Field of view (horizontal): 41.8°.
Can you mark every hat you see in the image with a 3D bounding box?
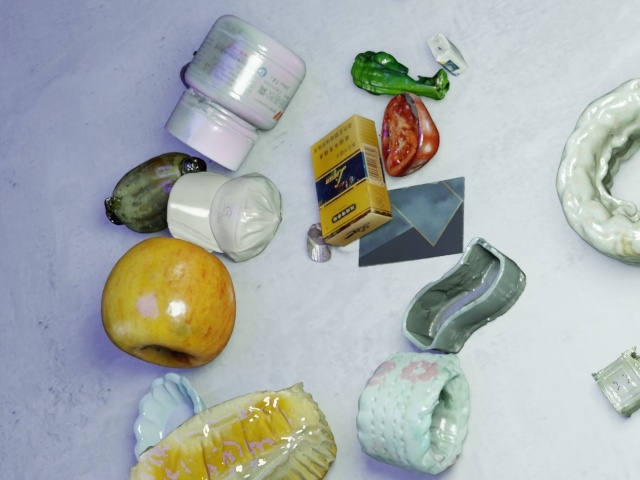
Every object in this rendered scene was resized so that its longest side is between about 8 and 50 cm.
[{"bbox_3d":[-0.219,-0.074,1.890,0.164,0.226,0.219,-8,70,57],"label":"hat"},{"bbox_3d":[0.002,0.002,1.799,0.058,0.042,0.087,-14,100,36],"label":"hat"}]

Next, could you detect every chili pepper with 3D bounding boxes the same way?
[{"bbox_3d":[0.159,-0.342,1.760,0.099,0.083,0.253,-34,40,-31],"label":"chili pepper"}]

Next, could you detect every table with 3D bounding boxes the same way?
[{"bbox_3d":[0.494,0.224,1.332,0.083,0.062,0.079,-41,55,18],"label":"table"}]

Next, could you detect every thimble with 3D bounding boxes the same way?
[{"bbox_3d":[0.536,-0.102,1.334,0.292,0.195,0.291,-9,73,32],"label":"thimble"},{"bbox_3d":[0.168,0.296,1.471,0.149,0.185,0.210,3,69,36],"label":"thimble"}]

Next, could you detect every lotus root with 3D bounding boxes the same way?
[{"bbox_3d":[-0.387,-0.121,2.056,0.309,0.173,0.173,-21,62,30],"label":"lotus root"}]

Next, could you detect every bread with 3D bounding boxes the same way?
[{"bbox_3d":[-0.160,0.436,1.595,0.389,0.183,0.236,-23,60,-2],"label":"bread"}]

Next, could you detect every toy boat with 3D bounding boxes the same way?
[{"bbox_3d":[-0.313,0.440,1.832,0.200,0.100,0.290,-13,66,34],"label":"toy boat"}]

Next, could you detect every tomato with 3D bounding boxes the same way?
[{"bbox_3d":[0.190,-0.218,1.692,0.166,0.082,0.174,135,135,-60],"label":"tomato"}]

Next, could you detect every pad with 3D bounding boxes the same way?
[{"bbox_3d":[0.181,-0.036,1.696,0.243,0.004,0.163,-9,69,35],"label":"pad"}]

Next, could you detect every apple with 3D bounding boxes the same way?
[{"bbox_3d":[-0.324,0.131,1.835,0.299,0.299,0.275,-7,56,35],"label":"apple"}]

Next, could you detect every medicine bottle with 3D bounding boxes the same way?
[{"bbox_3d":[-0.201,-0.336,1.934,0.241,0.241,0.301,36,96,39],"label":"medicine bottle"}]

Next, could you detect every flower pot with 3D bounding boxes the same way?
[{"bbox_3d":[0.260,0.110,1.519,0.229,0.108,0.103,-47,53,15],"label":"flower pot"}]

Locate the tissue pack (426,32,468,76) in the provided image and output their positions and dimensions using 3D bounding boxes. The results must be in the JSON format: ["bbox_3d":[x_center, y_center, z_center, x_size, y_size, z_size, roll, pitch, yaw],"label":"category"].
[{"bbox_3d":[0.258,-0.379,1.709,0.042,0.083,0.062,-34,57,24],"label":"tissue pack"}]

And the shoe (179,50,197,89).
[{"bbox_3d":[-0.292,-0.424,2.110,0.228,0.126,0.099,9,82,37],"label":"shoe"}]

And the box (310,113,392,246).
[{"bbox_3d":[0.062,-0.125,1.757,0.152,0.070,0.237,-31,55,41],"label":"box"}]
